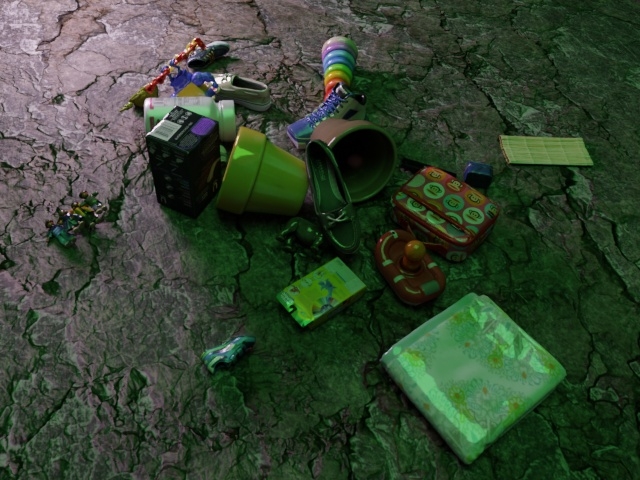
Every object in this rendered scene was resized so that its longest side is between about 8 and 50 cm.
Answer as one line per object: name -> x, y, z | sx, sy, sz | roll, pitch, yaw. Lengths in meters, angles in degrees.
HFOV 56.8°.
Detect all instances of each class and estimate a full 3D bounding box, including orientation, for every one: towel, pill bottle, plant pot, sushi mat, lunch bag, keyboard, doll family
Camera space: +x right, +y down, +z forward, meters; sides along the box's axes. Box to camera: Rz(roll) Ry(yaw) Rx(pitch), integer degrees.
towel -> 0.383, 0.321, 1.481 | 0.374, 0.090, 0.320 | -28, 58, -26
pill bottle -> -0.422, -0.387, 1.938 | 0.283, 0.160, 0.160 | -3, 51, -9
plant pot -> -0.163, -0.181, 1.757 | 0.239, 0.254, 0.254 | 18, 49, -12
sushi mat -> 0.802, -0.322, 2.111 | 0.316, 0.019, 0.151 | 1, 51, -6
plant pot -> 0.078, -0.282, 1.873 | 0.263, 0.263, 0.229 | -14, 36, -17
lunch bag -> 0.528, -0.219, 1.963 | 0.098, 0.067, 0.065 | 12, 50, 3
lunch bag -> 0.361, -0.074, 1.798 | 0.293, 0.120, 0.258 | 36, 59, 24
keyboard -> 0.356, -0.223, 1.979 | 0.192, 0.038, 0.100 | 18, 27, 10
doll family -> -0.707, -0.065, 1.694 | 0.111, 0.076, 0.193 | 36, 58, 16

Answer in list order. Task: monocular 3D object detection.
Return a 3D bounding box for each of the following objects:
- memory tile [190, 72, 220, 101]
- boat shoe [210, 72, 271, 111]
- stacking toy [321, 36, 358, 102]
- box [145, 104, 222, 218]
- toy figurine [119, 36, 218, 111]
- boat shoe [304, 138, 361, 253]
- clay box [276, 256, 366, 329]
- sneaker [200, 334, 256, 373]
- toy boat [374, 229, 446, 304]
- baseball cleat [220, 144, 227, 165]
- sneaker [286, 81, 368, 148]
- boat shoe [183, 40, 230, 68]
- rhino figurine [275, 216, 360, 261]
memory tile -> -0.435, -0.525, 2.108 | 0.148, 0.012, 0.113 | 27, 89, 17
boat shoe -> -0.316, -0.558, 2.134 | 0.302, 0.094, 0.109 | 17, 50, 8
stacking toy -> 0.062, -0.605, 2.208 | 0.141, 0.141, 0.330 | 7, 56, -1
box -> -0.392, -0.226, 1.733 | 0.143, 0.270, 0.165 | 22, 51, 12
toy figurine -> -0.472, -0.485, 2.010 | 0.217, 0.362, 0.191 | 46, 28, -25
boat shoe -> 0.024, -0.123, 1.650 | 0.112, 0.095, 0.335 | -19, 81, 10
clay box -> 0.000, 0.148, 1.606 | 0.222, 0.053, 0.127 | -30, 59, -26
sneaker -> -0.221, 0.283, 1.471 | 0.144, 0.053, 0.059 | -25, 56, -14
toy boat -> 0.252, 0.055, 1.647 | 0.151, 0.151, 0.231 | -20, 55, -22
baseball cleat -> -0.402, -0.260, 1.893 | 0.206, 0.072, 0.109 | -9, 58, -9
sneaker -> 0.033, -0.443, 2.021 | 0.315, 0.182, 0.127 | -22, 54, -23
boat shoe -> -0.430, -0.705, 2.271 | 0.183, 0.065, 0.083 | -16, 56, -11
rhino figurine -> 0.000, 0.000, 1.718 | 0.243, 0.073, 0.106 | 18, 55, 6
